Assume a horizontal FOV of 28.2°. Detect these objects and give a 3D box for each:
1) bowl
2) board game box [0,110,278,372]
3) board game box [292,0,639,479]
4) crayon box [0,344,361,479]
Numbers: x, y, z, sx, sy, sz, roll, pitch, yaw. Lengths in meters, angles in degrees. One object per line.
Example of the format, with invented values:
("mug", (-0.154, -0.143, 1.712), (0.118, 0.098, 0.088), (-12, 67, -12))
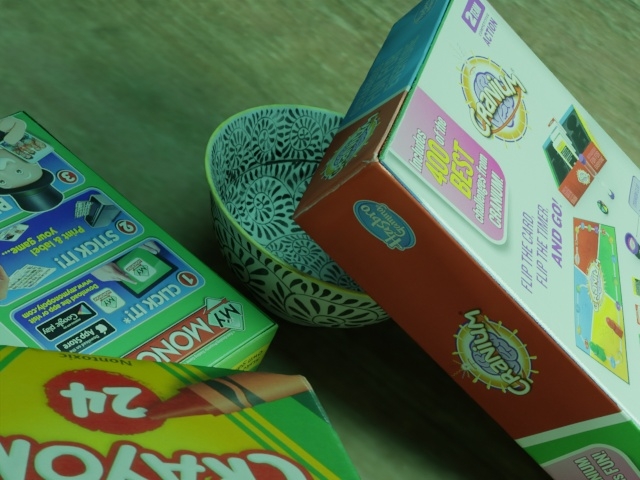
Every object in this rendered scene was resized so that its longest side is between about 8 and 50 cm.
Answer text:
("bowl", (0.000, 0.000, 0.781), (0.170, 0.080, 0.170), (15, 39, -12))
("board game box", (-0.198, 0.054, 0.635), (0.213, 0.046, 0.317), (40, 40, 16))
("board game box", (0.144, 0.016, 0.759), (0.316, 0.064, 0.242), (45, 35, -14))
("crayon box", (-0.063, 0.144, 0.422), (0.202, 0.081, 0.318), (8, 22, -22))
